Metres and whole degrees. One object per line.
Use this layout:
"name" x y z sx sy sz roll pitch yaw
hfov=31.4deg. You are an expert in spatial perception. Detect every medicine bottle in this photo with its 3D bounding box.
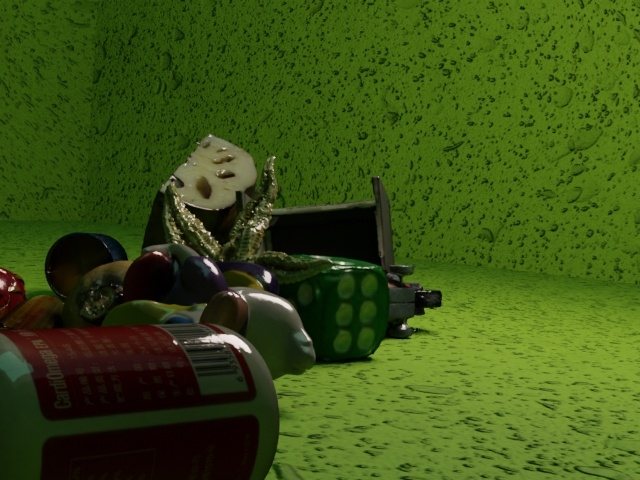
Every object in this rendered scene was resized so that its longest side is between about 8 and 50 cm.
"medicine bottle" -0.155 0.120 0.716 0.250 0.131 0.131 1 5 -40

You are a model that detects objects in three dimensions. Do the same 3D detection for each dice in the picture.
"dice" 0.011 0.088 1.493 0.131 0.128 0.120 3 5 -40

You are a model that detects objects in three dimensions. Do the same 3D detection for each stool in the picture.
"stool" 0.000 0.000 1.991 0.244 0.170 0.270 -6 -7 7

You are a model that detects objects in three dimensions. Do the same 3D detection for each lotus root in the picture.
"lotus root" -0.231 0.083 1.282 0.118 0.125 0.221 5 -5 2
"lotus root" -0.224 -0.015 2.053 0.149 0.260 0.267 24 30 3

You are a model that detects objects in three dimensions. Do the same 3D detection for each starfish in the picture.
"starfish" -0.120 0.031 1.482 0.347 0.078 0.358 10 51 40

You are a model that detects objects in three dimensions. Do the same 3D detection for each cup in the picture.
"cup" -0.377 0.058 1.897 0.113 0.150 0.138 -30 0 3

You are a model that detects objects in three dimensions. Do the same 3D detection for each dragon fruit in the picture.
"dragon fruit" -0.434 0.083 1.418 0.094 0.094 0.190 5 15 8

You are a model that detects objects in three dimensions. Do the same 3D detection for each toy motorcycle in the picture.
"toy motorcycle" 0.056 0.090 1.741 0.173 0.108 0.307 0 -2 36

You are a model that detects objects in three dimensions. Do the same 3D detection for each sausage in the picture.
"sausage" -0.321 0.106 1.233 0.082 0.082 0.371 4 2 -8

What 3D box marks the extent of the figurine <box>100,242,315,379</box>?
"figurine" -0.107 0.096 1.100 0.193 0.154 0.421 20 3 11
